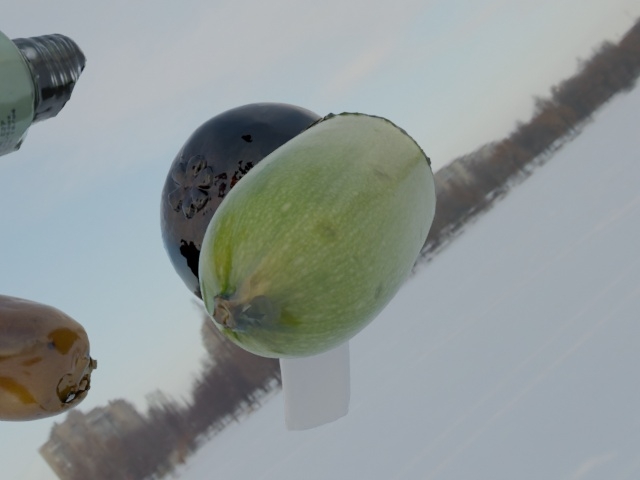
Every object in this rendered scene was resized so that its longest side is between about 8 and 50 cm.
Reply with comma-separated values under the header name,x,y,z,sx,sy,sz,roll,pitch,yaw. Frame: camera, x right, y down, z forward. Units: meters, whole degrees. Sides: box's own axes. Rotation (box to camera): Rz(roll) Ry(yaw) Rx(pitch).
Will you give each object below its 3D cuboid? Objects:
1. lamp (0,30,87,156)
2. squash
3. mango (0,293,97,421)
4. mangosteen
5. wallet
name,x,y,z,sx,sy,sz,roll,pitch,yaw
lamp,-0.288,-0.057,0.517,0.182,0.182,0.314,-43,-14,26
squash,0.000,0.000,0.578,0.132,0.132,0.247,-43,5,25
mango,-0.442,0.150,1.132,0.201,0.287,0.152,-94,14,-69
mangosteen,-0.056,-0.045,1.154,0.314,0.296,0.297,-19,-18,-37
wallet,-0.008,0.204,1.350,0.124,0.182,0.032,-12,19,-28
